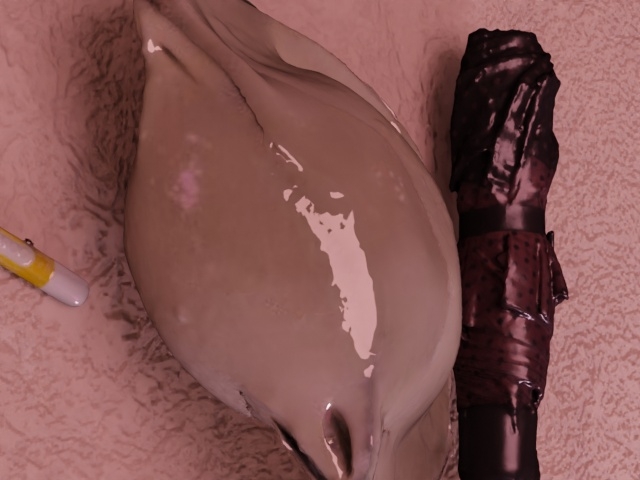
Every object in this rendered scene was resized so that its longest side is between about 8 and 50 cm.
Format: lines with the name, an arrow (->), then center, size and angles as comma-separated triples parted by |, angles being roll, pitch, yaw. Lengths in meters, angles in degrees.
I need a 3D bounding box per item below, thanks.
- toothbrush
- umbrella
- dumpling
toothbrush -> -0.238, -0.035, 1.070 | 0.288, 0.024, 0.021 | 34, 66, -32
umbrella -> 0.127, 0.013, 1.337 | 0.094, 0.090, 0.326 | 11, 76, -43
dumpling -> -0.002, -0.003, 1.188 | 0.341, 0.181, 0.260 | 48, 27, 11
